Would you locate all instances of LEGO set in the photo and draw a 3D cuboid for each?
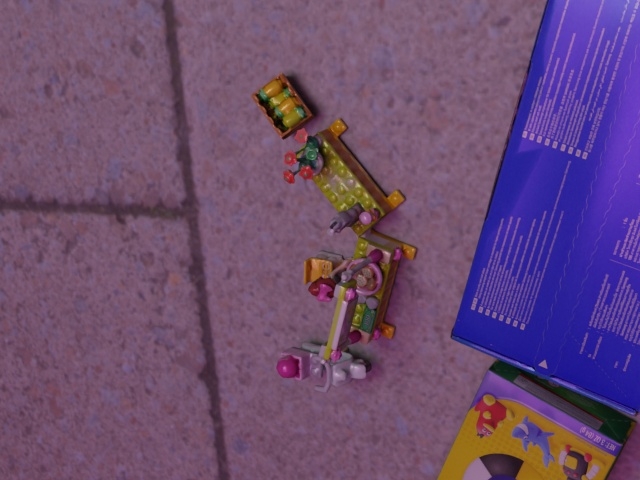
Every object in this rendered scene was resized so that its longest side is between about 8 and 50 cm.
[{"bbox_3d":[0.000,0.000,1.020,0.132,0.107,0.287,-1,106,28],"label":"LEGO set"}]

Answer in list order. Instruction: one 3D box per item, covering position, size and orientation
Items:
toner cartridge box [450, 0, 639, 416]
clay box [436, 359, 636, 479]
[{"bbox_3d":[0.226,-0.055,0.900,0.165,0.075,0.348,23,115,21],"label":"toner cartridge box"},{"bbox_3d":[0.168,0.222,1.034,0.127,0.053,0.222,28,116,18],"label":"clay box"}]
